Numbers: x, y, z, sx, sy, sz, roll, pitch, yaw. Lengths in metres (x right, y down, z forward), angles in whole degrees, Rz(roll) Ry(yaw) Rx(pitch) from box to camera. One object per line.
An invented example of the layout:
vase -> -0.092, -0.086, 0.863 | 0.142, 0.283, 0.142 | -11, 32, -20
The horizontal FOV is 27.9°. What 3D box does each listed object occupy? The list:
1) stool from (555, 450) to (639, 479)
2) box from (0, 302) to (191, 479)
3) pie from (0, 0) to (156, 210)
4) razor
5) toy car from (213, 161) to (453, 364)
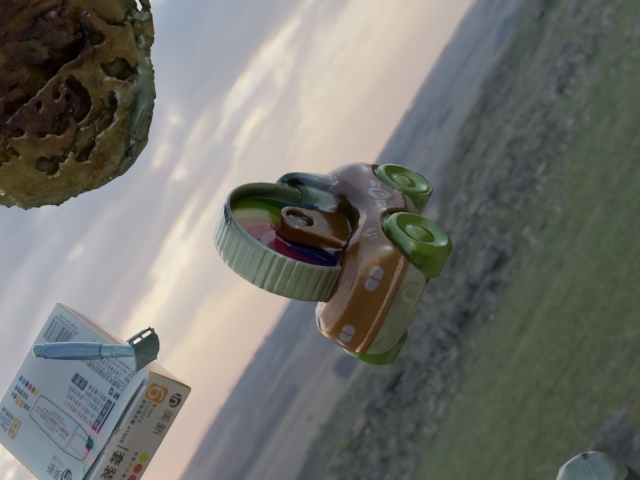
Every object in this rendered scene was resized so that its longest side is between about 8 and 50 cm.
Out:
stool -> 0.245, 0.292, 1.031 | 0.153, 0.228, 0.139 | -40, -11, 1
box -> -0.325, 0.234, 1.769 | 0.274, 0.091, 0.221 | 29, 88, 47
pie -> -0.290, -0.156, 1.271 | 0.308, 0.308, 0.085 | -59, 31, 6
razor -> -0.248, 0.118, 1.391 | 0.068, 0.135, 0.040 | -33, -59, -72
toy car -> 0.000, 0.000, 1.301 | 0.145, 0.235, 0.235 | -65, -3, 27
